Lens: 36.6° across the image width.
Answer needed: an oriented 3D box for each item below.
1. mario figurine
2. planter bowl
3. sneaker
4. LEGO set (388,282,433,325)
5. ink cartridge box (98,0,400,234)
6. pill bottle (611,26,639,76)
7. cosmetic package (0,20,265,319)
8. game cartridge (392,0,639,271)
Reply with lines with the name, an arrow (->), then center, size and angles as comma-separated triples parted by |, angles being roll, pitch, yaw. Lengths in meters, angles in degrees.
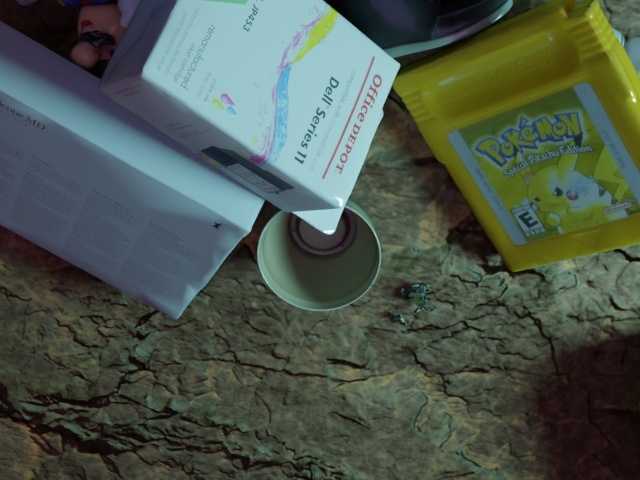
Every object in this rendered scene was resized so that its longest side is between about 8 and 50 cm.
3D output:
mario figurine -> -0.288, -0.295, 1.152 | 0.170, 0.198, 0.320 | -29, 106, 2
planter bowl -> 0.000, 0.000, 1.311 | 0.162, 0.109, 0.162 | 1, 114, 2
sneaker -> 0.116, -0.297, 1.183 | 0.222, 0.083, 0.118 | -16, 112, 11
LEGO set -> 0.132, 0.086, 1.395 | 0.083, 0.023, 0.054 | -32, 107, 30
ink cartridge box -> -0.046, -0.169, 1.108 | 0.353, 0.119, 0.207 | 32, 71, -32
pill bottle -> 0.411, -0.175, 1.203 | 0.216, 0.121, 0.121 | 30, 113, -10
cosmetic package -> -0.287, -0.073, 1.233 | 0.377, 0.097, 0.284 | 30, 146, -11
game cartridge -> 0.278, -0.119, 1.204 | 0.285, 0.052, 0.323 | -18, 117, 43
